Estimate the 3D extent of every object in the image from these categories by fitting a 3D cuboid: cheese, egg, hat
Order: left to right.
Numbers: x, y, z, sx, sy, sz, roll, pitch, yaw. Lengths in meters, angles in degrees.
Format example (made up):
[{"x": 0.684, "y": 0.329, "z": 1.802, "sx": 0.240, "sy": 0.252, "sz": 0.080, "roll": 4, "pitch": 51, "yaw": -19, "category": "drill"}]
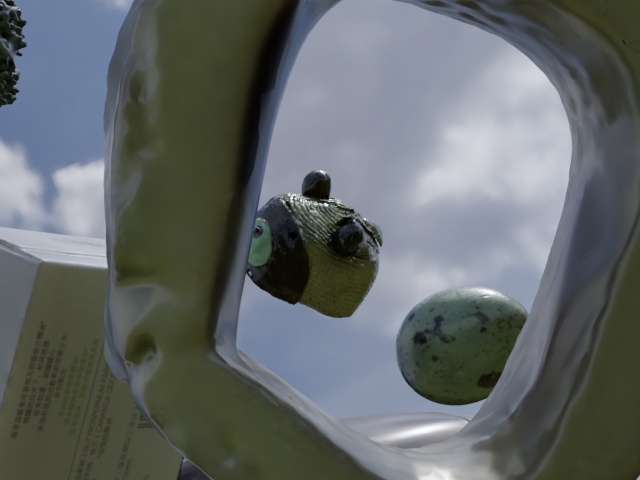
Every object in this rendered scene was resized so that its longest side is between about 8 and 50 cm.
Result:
[{"x": -0.001, "y": 0.000, "z": 1.072, "sx": 0.076, "sy": 0.077, "sz": 0.059, "roll": 27, "pitch": -70, "yaw": -13, "category": "hat"}, {"x": 0.035, "y": -0.007, "z": 0.911, "sx": 0.292, "sy": 0.332, "sz": 0.153, "roll": 13, "pitch": -2, "yaw": -8, "category": "cheese"}, {"x": 0.105, "y": 0.074, "z": 1.395, "sx": 0.110, "sy": 0.085, "sz": 0.085, "roll": -28, "pitch": -29, "yaw": 32, "category": "egg"}]

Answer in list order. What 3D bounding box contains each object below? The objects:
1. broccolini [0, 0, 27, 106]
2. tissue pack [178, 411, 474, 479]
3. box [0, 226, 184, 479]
[{"x": -0.310, "y": -0.102, "z": 1.092, "sx": 0.392, "sy": 0.079, "sz": 0.074, "roll": 3, "pitch": 12, "yaw": 39, "category": "broccolini"}, {"x": 0.036, "y": 0.290, "z": 1.705, "sx": 0.277, "sy": 0.267, "sz": 0.387, "roll": 2, "pitch": -13, "yaw": -39, "category": "tissue pack"}, {"x": -0.187, "y": 0.127, "z": 1.324, "sx": 0.194, "sy": 0.111, "sz": 0.260, "roll": 9, "pitch": -80, "yaw": -53, "category": "box"}]
